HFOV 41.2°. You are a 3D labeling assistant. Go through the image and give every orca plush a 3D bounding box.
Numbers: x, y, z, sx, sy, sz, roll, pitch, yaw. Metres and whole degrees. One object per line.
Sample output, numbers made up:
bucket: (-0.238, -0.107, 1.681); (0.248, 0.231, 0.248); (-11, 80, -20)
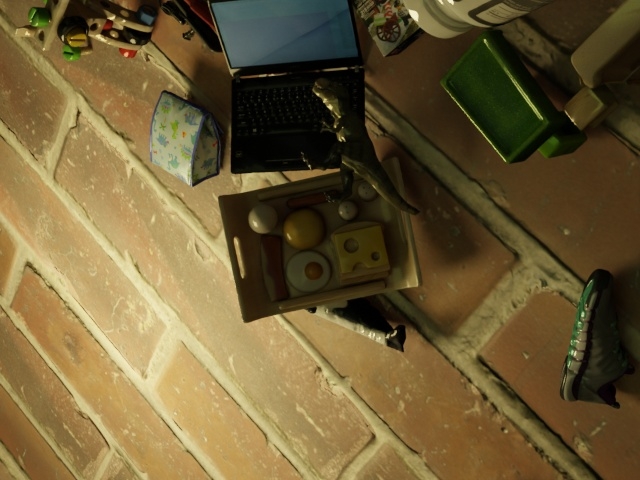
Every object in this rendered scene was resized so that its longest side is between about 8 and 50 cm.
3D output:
orca plush: (0.035, 0.095, 1.516); (0.287, 0.151, 0.102); (22, 88, 34)

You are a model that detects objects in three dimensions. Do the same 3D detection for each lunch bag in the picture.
lunch bag: (-0.259, -0.203, 1.642); (0.129, 0.096, 0.151); (28, 132, 28)

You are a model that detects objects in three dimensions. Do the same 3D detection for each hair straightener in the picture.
hair straightener: (-0.256, -0.417, 1.589); (0.230, 0.047, 0.089); (42, 128, 20)

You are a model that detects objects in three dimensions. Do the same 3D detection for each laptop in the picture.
laptop: (-0.054, -0.253, 1.370); (0.234, 0.136, 0.264); (-2, 82, 14)

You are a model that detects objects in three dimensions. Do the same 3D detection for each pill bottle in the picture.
pill bottle: (0.233, -0.354, 1.030); (0.278, 0.162, 0.162); (-14, 98, 54)

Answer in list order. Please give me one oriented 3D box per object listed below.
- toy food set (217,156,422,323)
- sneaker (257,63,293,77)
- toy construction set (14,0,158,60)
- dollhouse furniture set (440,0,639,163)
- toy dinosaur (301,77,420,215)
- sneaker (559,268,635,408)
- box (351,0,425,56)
toy food set: (0.000, 0.000, 1.408); (0.306, 0.092, 0.219); (-12, 90, 5)
sneaker: (-0.066, -0.277, 1.485); (0.084, 0.069, 0.185); (36, 127, 2)
toy construction set: (-0.501, -0.450, 1.649); (0.309, 0.237, 0.257); (-20, 93, 42)
dollhouse furniture set: (0.338, -0.253, 1.080); (0.301, 0.198, 0.151); (-48, 67, 40)
toy dinosaur: (0.044, -0.124, 1.341); (0.268, 0.118, 0.064); (57, 176, -10)
sneaker: (0.421, 0.145, 1.252); (0.098, 0.083, 0.223); (12, 120, 13)
box: (0.144, -0.407, 1.272); (0.233, 0.044, 0.159); (-35, 84, 41)
